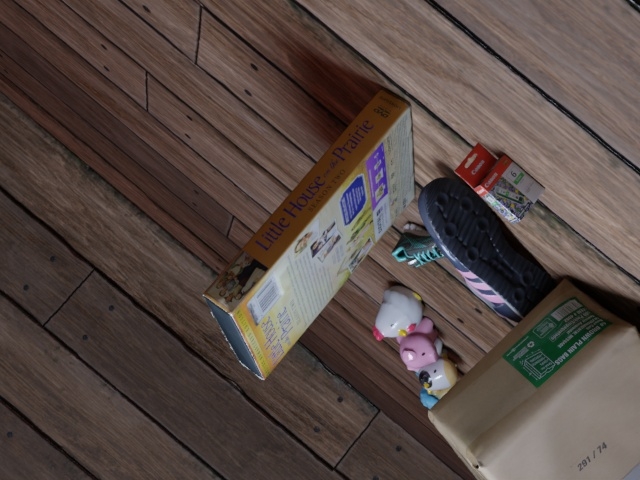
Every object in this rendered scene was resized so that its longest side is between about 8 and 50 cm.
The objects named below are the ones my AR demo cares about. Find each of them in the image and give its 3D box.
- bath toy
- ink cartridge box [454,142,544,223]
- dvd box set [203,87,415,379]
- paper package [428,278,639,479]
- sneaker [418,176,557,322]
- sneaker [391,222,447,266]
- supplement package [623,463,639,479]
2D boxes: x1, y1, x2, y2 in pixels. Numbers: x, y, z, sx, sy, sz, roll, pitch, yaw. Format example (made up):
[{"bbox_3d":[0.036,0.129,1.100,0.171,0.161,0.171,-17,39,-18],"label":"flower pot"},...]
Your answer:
[{"bbox_3d":[0.215,0.243,2.323,0.151,0.129,0.348,26,158,41],"label":"bath toy"},{"bbox_3d":[0.254,-0.084,1.472,0.115,0.063,0.029,41,165,-2],"label":"ink cartridge box"},{"bbox_3d":[0.000,0.000,1.626,0.062,0.420,0.307,34,164,20],"label":"dvd box set"},{"bbox_3d":[0.376,0.283,1.661,0.168,0.325,0.309,43,172,49],"label":"paper package"},{"bbox_3d":[0.248,0.026,1.695,0.319,0.112,0.131,47,160,-20],"label":"sneaker"},{"bbox_3d":[0.191,0.020,1.871,0.065,0.076,0.166,47,163,-25],"label":"sneaker"},{"bbox_3d":[0.509,0.410,1.859,0.145,0.262,0.204,24,158,46],"label":"supplement package"}]
